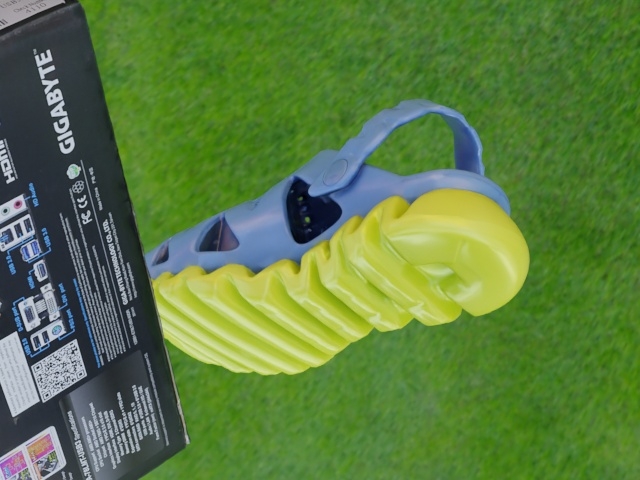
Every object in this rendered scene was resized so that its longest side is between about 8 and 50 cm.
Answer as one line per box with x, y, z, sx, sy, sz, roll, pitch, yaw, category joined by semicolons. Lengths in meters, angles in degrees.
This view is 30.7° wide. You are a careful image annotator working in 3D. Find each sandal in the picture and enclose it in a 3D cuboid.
0.000;0.000;0.783;0.317;0.138;0.126;-16;139;33;sandal

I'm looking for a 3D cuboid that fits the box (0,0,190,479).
-0.216;0.063;0.535;0.073;0.293;0.295;35;145;39;box
